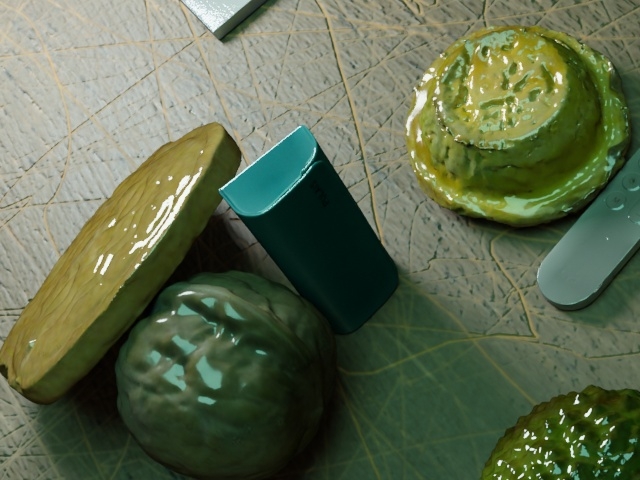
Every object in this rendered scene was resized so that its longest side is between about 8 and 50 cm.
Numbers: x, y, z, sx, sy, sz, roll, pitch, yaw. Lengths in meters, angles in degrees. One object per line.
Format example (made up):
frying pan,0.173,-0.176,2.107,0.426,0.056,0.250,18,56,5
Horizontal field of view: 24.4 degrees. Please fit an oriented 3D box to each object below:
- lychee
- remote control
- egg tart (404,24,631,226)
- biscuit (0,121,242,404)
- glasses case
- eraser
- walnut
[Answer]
lychee,0.267,0.269,1.412,0.270,0.320,0.270,-6,82,49
remote control,0.339,-0.020,1.683,0.245,0.022,0.077,-48,54,-9
egg tart,0.226,-0.148,1.748,0.288,0.118,0.288,-8,63,15
biscuit,-0.246,0.017,1.748,0.385,0.062,0.365,-54,18,-12
glasses case,0.002,-0.001,1.638,0.117,0.301,0.070,-40,55,-2
eraser,-0.145,-0.356,2.061,0.104,0.023,0.150,-41,56,-3
walnut,-0.098,0.153,1.641,0.248,0.248,0.248,-10,60,17
